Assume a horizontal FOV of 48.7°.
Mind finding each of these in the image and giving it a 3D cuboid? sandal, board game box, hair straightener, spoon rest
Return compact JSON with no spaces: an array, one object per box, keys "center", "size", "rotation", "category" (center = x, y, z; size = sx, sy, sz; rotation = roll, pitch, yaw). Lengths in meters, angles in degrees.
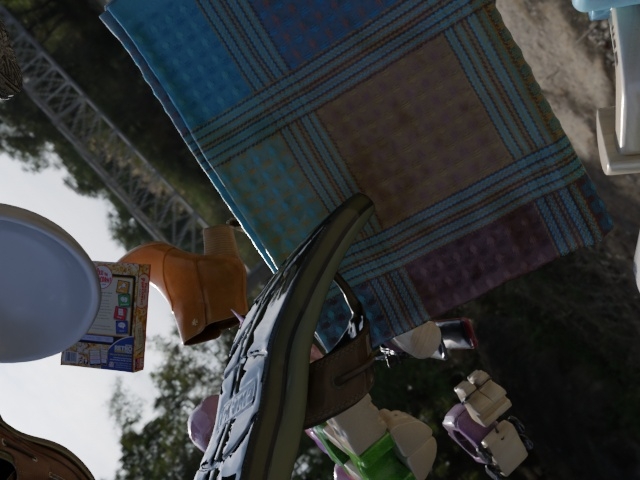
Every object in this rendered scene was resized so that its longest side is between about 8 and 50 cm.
[{"center":[-0.014,0.103,0.475],"size":[0.086,0.302,0.120],"rotation":[25,149,-15],"category":"sandal"},{"center":[-0.387,0.133,1.272],"size":[0.147,0.193,0.045],"rotation":[4,179,13],"category":"board game box"},{"center":[0.115,0.132,0.936],"size":[0.047,0.089,0.230],"rotation":[71,163,-3],"category":"hair straightener"},{"center":[-0.280,0.015,0.445],"size":[0.277,0.137,0.084],"rotation":[16,-145,-15],"category":"spoon rest"}]

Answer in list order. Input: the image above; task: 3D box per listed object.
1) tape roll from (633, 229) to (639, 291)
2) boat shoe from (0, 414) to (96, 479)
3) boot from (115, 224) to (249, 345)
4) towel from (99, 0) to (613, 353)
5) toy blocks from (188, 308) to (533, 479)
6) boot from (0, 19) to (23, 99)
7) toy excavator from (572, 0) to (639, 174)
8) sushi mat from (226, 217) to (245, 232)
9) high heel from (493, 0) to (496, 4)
[{"center":[0.387,-0.027,0.552],"size":[0.246,0.246,0.169],"rotation":[42,148,45],"category":"tape roll"},{"center":[-0.423,0.312,0.939],"size":[0.307,0.111,0.104],"rotation":[48,-175,-31],"category":"boat shoe"},{"center":[-0.276,0.104,1.358],"size":[0.104,0.295,0.211],"rotation":[41,-145,-57],"category":"boot"},{"center":[0.024,-0.102,0.563],"size":[0.370,0.272,0.040],"rotation":[58,-160,-8],"category":"towel"},{"center":[0.024,0.214,0.861],"size":[0.260,0.309,0.288],"rotation":[21,144,60],"category":"toy blocks"},{"center":[-0.485,-0.189,0.891],"size":[0.076,0.209,0.189],"rotation":[57,-177,-46],"category":"boot"},{"center":[0.437,-0.358,1.021],"size":[0.433,0.223,0.444],"rotation":[41,-133,-69],"category":"toy excavator"},{"center":[0.000,0.000,1.068],"size":[0.316,0.152,0.019],"rotation":[27,-120,-64],"category":"sushi mat"},{"center":[0.264,-0.475,1.207],"size":[0.093,0.261,0.186],"rotation":[5,136,8],"category":"high heel"}]
